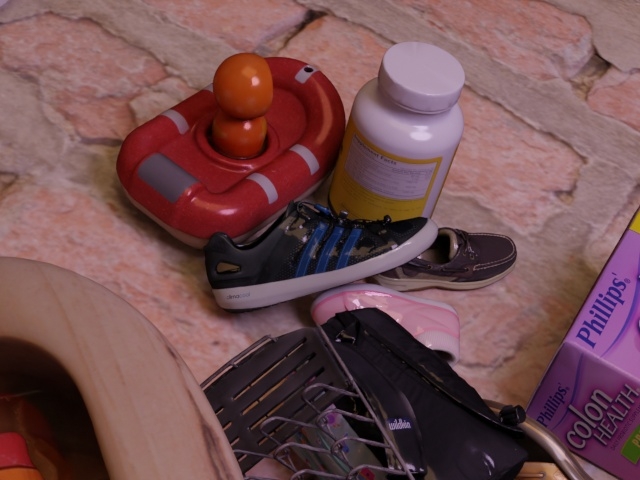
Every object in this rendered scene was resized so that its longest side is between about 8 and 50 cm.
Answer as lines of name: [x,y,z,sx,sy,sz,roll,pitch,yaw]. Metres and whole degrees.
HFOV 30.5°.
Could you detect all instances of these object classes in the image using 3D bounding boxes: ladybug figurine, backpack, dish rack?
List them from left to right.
ladybug figurine: [-0.177,0.213,0.707,0.305,0.162,0.449,-24,54,0]
dish rack: [-0.027,0.191,0.788,0.208,0.074,0.271,-40,55,11]
backpack: [0.050,0.142,0.900,0.152,0.115,0.182,-18,55,-46]

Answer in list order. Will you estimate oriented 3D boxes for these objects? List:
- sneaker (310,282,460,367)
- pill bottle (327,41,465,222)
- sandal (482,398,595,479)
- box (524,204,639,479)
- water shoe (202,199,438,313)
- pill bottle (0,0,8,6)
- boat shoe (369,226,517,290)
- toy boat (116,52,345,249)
sneaker: [0.059,0.080,1.006,0.134,0.051,0.070,10,40,-11]
pill bottle: [0.072,-0.087,1.077,0.103,0.184,0.103,8,46,-8]
sandal: [0.179,0.192,0.929,0.049,0.072,0.180,-40,69,-16]
box: [0.332,0.113,1.000,0.243,0.117,0.213,29,47,14]
water shoe: [0.000,0.000,1.005,0.203,0.073,0.080,-18,96,-5]
pill bottle: [-0.422,-0.330,1.226,0.221,0.121,0.121,28,47,13]
boat shoe: [0.118,0.014,1.086,0.152,0.049,0.056,-9,51,-21]
toy boat: [-0.073,-0.108,1.082,0.151,0.151,0.231,36,49,19]
